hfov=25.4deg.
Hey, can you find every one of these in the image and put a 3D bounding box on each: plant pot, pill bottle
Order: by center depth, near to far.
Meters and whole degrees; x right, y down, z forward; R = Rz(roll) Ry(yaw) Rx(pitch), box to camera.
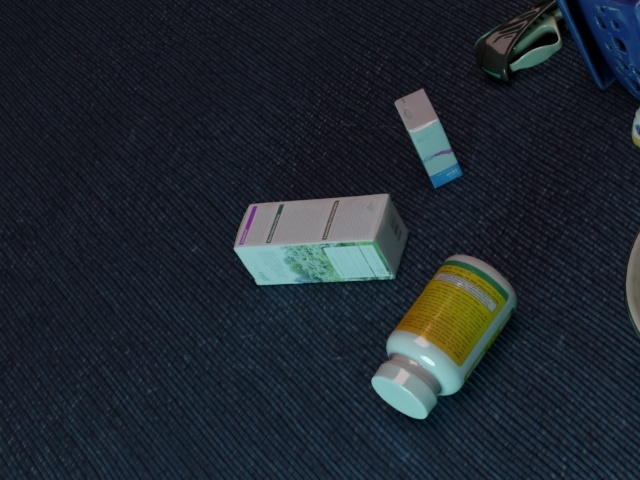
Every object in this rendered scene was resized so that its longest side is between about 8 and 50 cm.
[{"bbox_3d":[0.161,0.130,1.884,0.117,0.117,0.208,18,61,40],"label":"pill bottle"},{"bbox_3d":[0.492,-0.342,2.075,0.236,0.236,0.212,-47,38,-16],"label":"plant pot"}]

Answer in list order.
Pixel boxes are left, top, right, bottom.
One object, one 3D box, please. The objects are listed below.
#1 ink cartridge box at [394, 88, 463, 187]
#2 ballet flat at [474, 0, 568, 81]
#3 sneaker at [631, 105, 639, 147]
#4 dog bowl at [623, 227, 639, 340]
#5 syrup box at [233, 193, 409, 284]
[{"bbox_3d":[0.164,-0.155,2.150,0.052,0.122,0.088,-26,42,5],"label":"ink cartridge box"},{"bbox_3d":[0.375,-0.346,2.249,0.280,0.095,0.096,-39,52,5],"label":"ballet flat"},{"bbox_3d":[0.559,-0.153,1.885,0.296,0.131,0.112,21,17,29],"label":"sneaker"},{"bbox_3d":[0.577,0.068,1.686,0.408,0.150,0.408,-16,43,15],"label":"dog bowl"},{"bbox_3d":[0.000,0.000,2.116,0.237,0.093,0.096,-3,49,28],"label":"syrup box"}]
